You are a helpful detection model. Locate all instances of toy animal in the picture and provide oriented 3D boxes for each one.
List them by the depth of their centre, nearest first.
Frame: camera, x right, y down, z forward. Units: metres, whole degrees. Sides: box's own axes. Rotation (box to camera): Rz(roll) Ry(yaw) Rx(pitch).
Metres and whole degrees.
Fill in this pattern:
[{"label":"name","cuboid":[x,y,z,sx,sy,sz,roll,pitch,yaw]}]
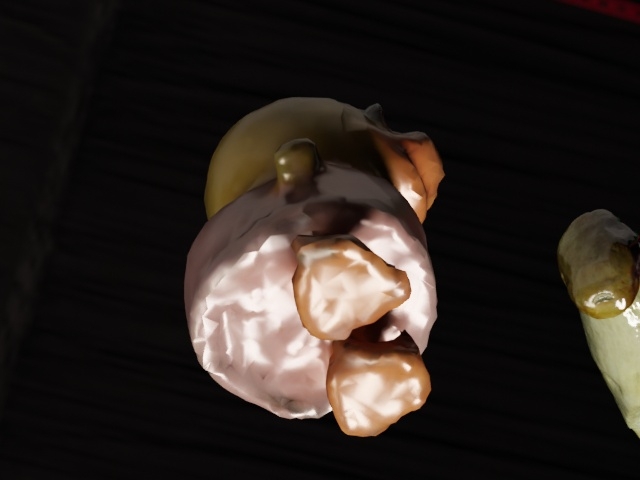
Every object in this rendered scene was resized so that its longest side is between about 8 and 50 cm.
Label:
[{"label":"toy animal","cuboid":[-0.004,0.000,1.151,0.281,0.169,0.195,-82,159,-57]}]

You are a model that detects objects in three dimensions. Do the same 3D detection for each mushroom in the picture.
[{"label":"mushroom","cuboid":[0.278,0.099,1.511,0.333,0.087,0.107,62,17,-47]}]
